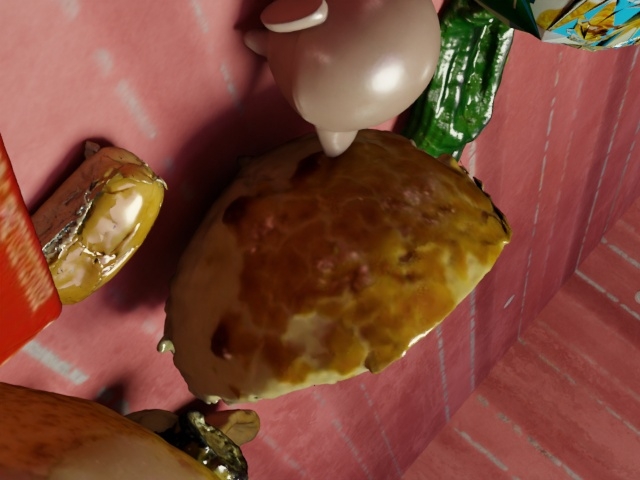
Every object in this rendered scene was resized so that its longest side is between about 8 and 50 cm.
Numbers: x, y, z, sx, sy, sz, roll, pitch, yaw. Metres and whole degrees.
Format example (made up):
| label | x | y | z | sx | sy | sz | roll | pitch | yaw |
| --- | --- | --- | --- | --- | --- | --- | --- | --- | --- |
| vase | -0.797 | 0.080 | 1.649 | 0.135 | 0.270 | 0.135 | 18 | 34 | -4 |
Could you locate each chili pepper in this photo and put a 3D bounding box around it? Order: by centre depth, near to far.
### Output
| label | x | y | z | sx | sy | sz | roll | pitch | yaw |
| --- | --- | --- | --- | --- | --- | --- | --- | --- | --- |
| chili pepper | 0.128 | -0.151 | 1.098 | 0.100 | 0.074 | 0.257 | -32 | 150 | -40 |

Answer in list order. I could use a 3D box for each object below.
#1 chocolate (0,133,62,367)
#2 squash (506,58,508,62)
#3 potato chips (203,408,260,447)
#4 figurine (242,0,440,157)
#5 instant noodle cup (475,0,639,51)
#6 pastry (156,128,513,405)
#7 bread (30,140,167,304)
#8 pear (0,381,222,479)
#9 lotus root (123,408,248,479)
| label | x | y | z | sx | sy | sz | roll | pitch | yaw |
| --- | --- | --- | --- | --- | --- | --- | --- | --- | --- |
| chocolate | -0.238 | 0.028 | 0.483 | 0.235 | 0.108 | 0.237 | -43 | 160 | -22 |
| squash | 0.159 | -0.167 | 1.205 | 0.089 | 0.027 | 0.027 | -45 | 162 | -8 |
| potato chips | -0.149 | 0.237 | 1.192 | 0.208 | 0.062 | 0.195 | -46 | 167 | -20 |
| figurine | 0.020 | -0.135 | 0.791 | 0.125 | 0.125 | 0.138 | -48 | 147 | -10 |
| instant noodle cup | 0.223 | -0.262 | 0.875 | 0.240 | 0.240 | 0.178 | -43 | 170 | -24 |
| pastry | -0.002 | 0.002 | 0.881 | 0.256 | 0.170 | 0.237 | -31 | -172 | -30 |
| bread | -0.143 | -0.008 | 0.733 | 0.106 | 0.053 | 0.072 | -45 | 159 | -1 |
| pear | -0.138 | 0.185 | 0.448 | 0.271 | 0.271 | 0.271 | -45 | 161 | -19 |
| lotus root | -0.188 | 0.277 | 1.002 | 0.309 | 0.173 | 0.173 | -46 | 163 | 3 |
